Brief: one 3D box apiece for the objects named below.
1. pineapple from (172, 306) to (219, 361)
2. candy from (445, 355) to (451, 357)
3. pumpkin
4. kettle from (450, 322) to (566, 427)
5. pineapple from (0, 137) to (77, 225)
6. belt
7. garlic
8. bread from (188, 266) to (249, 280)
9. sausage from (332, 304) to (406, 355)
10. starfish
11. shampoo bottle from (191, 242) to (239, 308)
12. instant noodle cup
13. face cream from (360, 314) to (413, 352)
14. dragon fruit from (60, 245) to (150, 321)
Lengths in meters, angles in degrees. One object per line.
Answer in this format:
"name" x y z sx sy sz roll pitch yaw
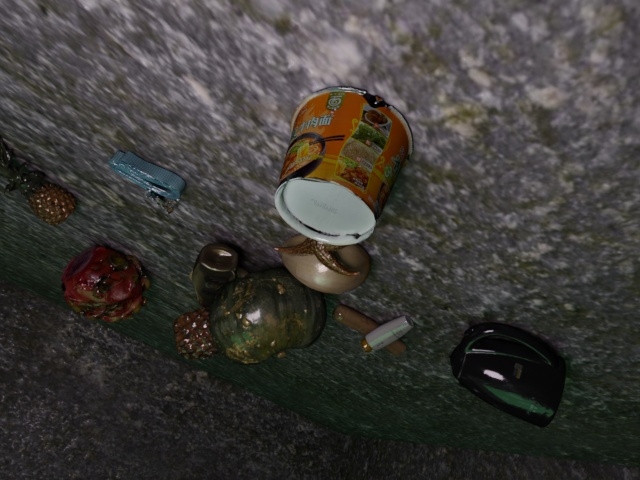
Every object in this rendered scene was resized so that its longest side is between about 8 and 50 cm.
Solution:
"pineapple" -0.289 0.280 1.400 0.360 0.175 0.175 -14 152 -14
"candy" 0.536 0.439 1.444 0.203 0.078 0.141 27 148 -3
"pumpkin" -0.154 0.212 1.233 0.327 0.258 0.291 -10 164 -38
"kettle" 0.533 0.361 1.242 0.290 0.207 0.269 19 121 17
"pineapple" -0.827 -0.161 1.197 0.130 0.119 0.277 13 152 47
"belt" -0.426 -0.150 1.050 0.179 0.065 0.100 30 139 -14
"garlic" 0.005 0.052 1.090 0.244 0.146 0.164 15 180 11
"bread" -0.299 0.162 1.475 0.315 0.054 0.316 13 149 8
"sausage" 0.164 0.296 1.428 0.301 0.066 0.065 34 146 -24
"starfish" -0.002 0.001 0.980 0.237 0.057 0.213 -23 92 20
"shampoo bottle" -0.332 0.123 1.312 0.125 0.084 0.350 16 149 -14
"instant noodle cup" 0.029 -0.115 0.740 0.230 0.182 0.230 15 149 9
"face cream" 0.209 0.297 1.358 0.182 0.051 0.072 -36 115 25
"dragon fruit" -0.760 0.166 1.558 0.269 0.250 0.291 -21 128 22
